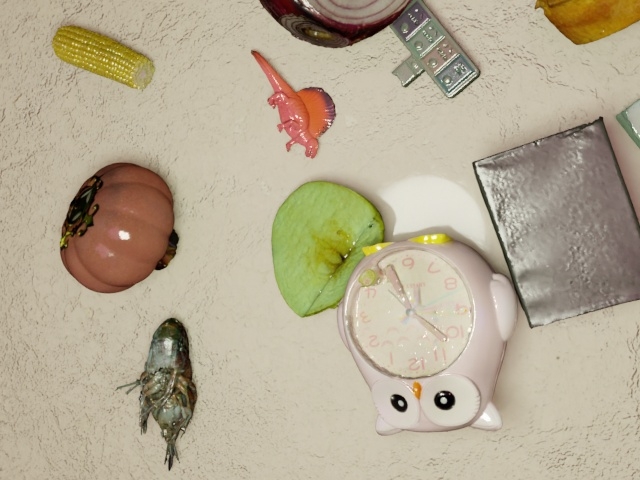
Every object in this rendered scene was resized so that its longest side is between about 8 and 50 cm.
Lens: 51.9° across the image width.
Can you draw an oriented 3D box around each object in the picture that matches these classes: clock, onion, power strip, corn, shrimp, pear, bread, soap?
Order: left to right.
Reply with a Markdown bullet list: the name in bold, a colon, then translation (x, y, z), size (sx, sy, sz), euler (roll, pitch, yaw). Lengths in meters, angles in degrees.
- **corn**: translation (-0.516, -0.437, 1.556), size (0.244, 0.093, 0.093), euler (22, 98, 8)
- **shrimp**: translation (-0.382, 0.366, 1.550), size (0.172, 0.137, 0.372), euler (5, 87, 3)
- **pear**: translation (0.004, -0.003, 1.455), size (0.239, 0.139, 0.288), euler (43, 108, 28)
- **onion**: translation (0.012, -0.536, 1.348), size (0.337, 0.260, 0.282), euler (5, 91, -20)
- **power strip**: translation (0.224, -0.394, 1.417), size (0.145, 0.061, 0.215), euler (-39, 84, 19)
- **clock**: translation (0.220, 0.194, 1.333), size (0.368, 0.250, 0.376), euler (-11, 79, 25)
- **bread**: translation (0.565, -0.501, 1.223), size (0.312, 0.312, 0.172), euler (-36, 102, 12)
- **soap**: translation (0.702, -0.208, 1.314), size (0.114, 0.063, 0.198), euler (-39, 85, 14)

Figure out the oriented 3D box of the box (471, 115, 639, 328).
- **box**: translation (0.474, -0.033, 1.304), size (0.251, 0.204, 0.345), euler (-18, 90, 14)

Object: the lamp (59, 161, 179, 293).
- **lamp**: translation (-0.444, -0.023, 1.491), size (0.305, 0.240, 0.305), euler (-25, 52, 37)

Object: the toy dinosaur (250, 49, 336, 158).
- **toy dinosaur**: translation (-0.048, -0.323, 1.481), size (0.139, 0.070, 0.286), euler (-21, 86, 3)
